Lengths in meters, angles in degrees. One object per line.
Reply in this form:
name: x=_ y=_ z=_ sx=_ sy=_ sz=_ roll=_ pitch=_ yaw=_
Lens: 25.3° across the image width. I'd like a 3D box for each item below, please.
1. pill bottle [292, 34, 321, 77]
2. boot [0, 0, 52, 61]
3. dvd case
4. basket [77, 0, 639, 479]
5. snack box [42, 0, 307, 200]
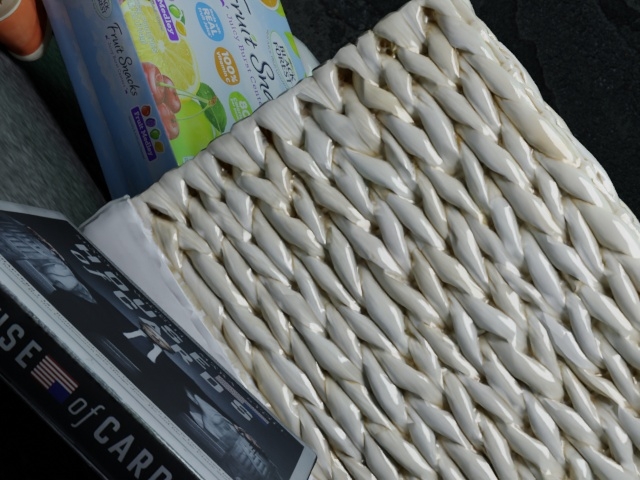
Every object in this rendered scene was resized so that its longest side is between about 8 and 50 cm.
pill bottle: x=-0.024 y=-0.068 z=1.422 sx=0.169 sy=0.169 sz=0.301 roll=57 pitch=5 yaw=35
boot: x=-0.233 y=-0.194 z=0.993 sx=0.158 sy=0.059 sz=0.084 roll=66 pitch=7 yaw=29
dvd case: x=-0.079 y=0.052 z=0.587 sx=0.179 sy=0.029 sz=0.238 roll=43 pitch=2 yaw=3
basket: x=0.073 y=0.057 z=0.898 sx=0.331 sy=0.266 sz=0.328 roll=53 pitch=5 yaw=9
snack box: x=-0.089 y=-0.116 z=1.033 sx=0.207 sy=0.070 sz=0.175 roll=-13 pitch=81 yaw=-60
